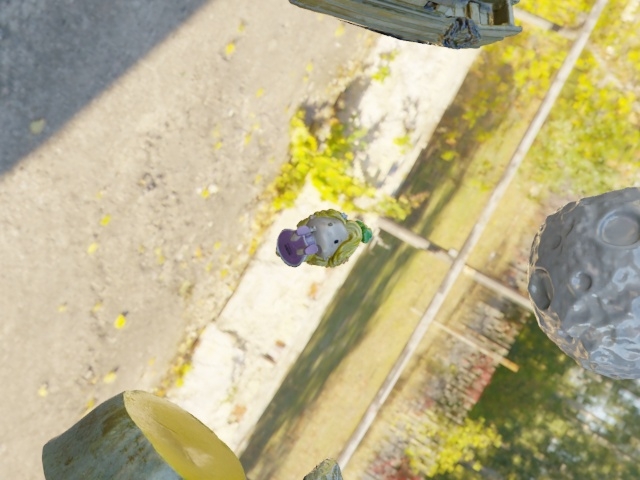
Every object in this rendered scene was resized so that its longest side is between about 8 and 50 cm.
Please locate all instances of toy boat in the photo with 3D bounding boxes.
[{"bbox_3d":[0.136,-0.418,1.398,0.162,0.446,0.135,-39,-133,55],"label":"toy boat"}]

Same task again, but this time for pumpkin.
[{"bbox_3d":[-0.271,0.391,1.422,0.199,0.332,0.332,-43,163,-1],"label":"pumpkin"}]

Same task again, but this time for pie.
[{"bbox_3d":[0.010,0.464,1.393,0.185,0.052,0.218,22,63,-74],"label":"pie"}]

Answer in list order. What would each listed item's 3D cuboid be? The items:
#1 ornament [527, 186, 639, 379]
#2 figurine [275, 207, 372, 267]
[{"bbox_3d":[0.510,0.072,1.400,0.337,0.337,0.337,-52,162,-25],"label":"ornament"},{"bbox_3d":[0.000,0.000,1.375,0.156,0.094,0.115,-20,-176,-36],"label":"figurine"}]
